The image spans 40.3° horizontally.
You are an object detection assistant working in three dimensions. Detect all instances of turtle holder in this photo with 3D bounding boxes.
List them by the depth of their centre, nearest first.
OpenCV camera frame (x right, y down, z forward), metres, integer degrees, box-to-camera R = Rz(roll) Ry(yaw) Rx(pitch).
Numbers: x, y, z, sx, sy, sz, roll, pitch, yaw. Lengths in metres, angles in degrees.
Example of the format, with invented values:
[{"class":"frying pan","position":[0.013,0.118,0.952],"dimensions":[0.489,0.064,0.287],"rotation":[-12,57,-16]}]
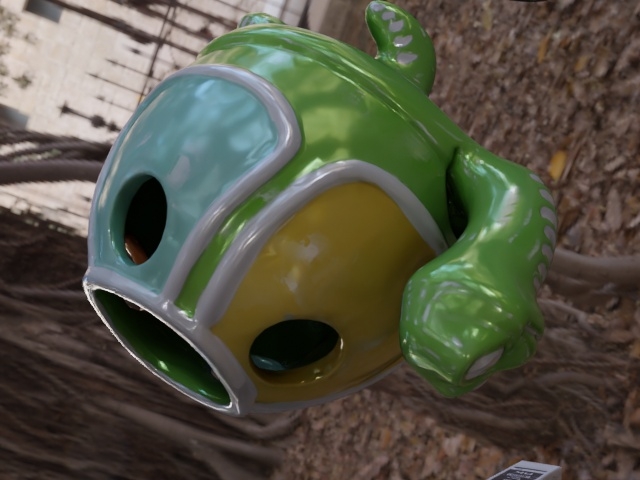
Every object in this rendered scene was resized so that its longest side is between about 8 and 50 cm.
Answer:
[{"class":"turtle holder","position":[-0.004,0.008,0.571],"dimensions":[0.227,0.320,0.243],"rotation":[-47,-23,-26]}]

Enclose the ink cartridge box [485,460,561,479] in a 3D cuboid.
[{"class":"ink cartridge box","position":[0.222,0.371,1.047],"dimensions":[0.332,0.065,0.166],"rotation":[12,-99,-63]}]
